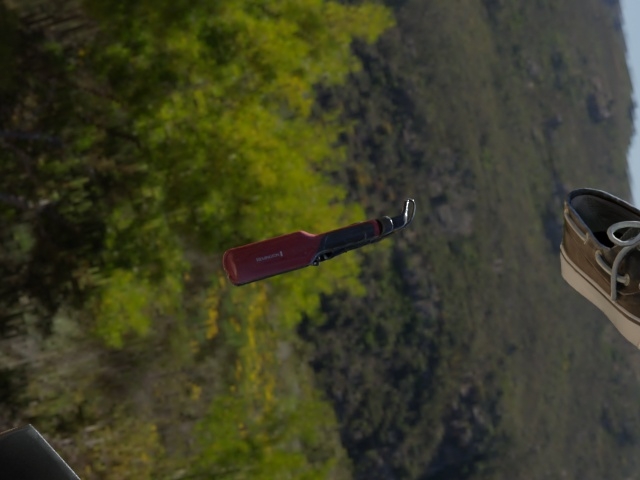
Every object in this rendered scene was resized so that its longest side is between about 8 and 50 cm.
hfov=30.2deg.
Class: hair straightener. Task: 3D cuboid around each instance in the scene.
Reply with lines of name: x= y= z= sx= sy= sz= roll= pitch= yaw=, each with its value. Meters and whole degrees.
hair straightener: x=0.000 y=0.000 z=1.347 sx=0.089 sy=0.230 sz=0.047 roll=124 pitch=-56 yaw=-81

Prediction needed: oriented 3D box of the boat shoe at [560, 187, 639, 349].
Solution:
boat shoe: x=0.328 y=0.023 z=1.154 sx=0.306 sy=0.113 sz=0.105 roll=-122 pitch=-160 yaw=-66

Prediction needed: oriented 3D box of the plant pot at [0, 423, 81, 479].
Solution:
plant pot: x=-0.333 y=0.319 z=1.301 sx=0.188 sy=0.167 sz=0.187 roll=38 pitch=-23 yaw=33
